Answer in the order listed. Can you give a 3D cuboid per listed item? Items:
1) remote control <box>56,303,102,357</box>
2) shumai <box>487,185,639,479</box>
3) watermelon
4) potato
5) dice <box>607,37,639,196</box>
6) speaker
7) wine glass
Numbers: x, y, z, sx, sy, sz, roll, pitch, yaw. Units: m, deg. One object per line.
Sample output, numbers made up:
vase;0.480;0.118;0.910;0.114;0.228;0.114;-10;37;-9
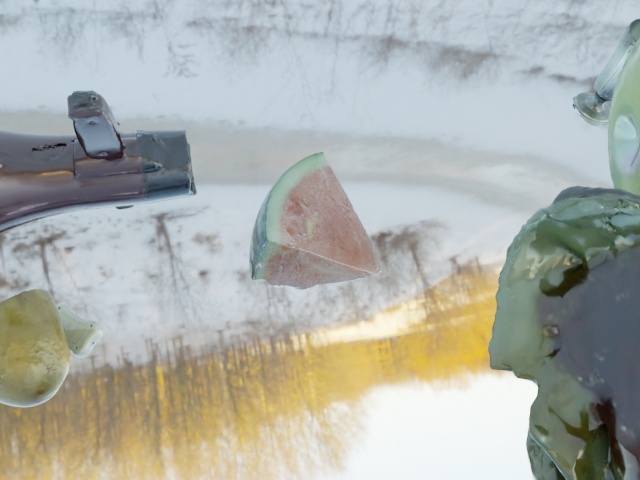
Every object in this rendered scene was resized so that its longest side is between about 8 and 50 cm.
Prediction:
remote control;-0.470;0.170;1.438;0.122;0.074;0.032;23;159;25
shumai;0.289;0.086;0.521;0.329;0.289;0.292;-5;-156;18
watermelon;-0.025;-0.034;1.637;0.292;0.251;0.283;-4;-155;17
potato;-0.509;0.205;1.313;0.203;0.158;0.178;-39;163;-22
dice;0.430;-0.092;0.692;0.254;0.252;0.250;-7;160;-7
speaker;-0.340;-0.120;0.986;0.329;0.198;0.259;-11;138;-5
wine glass;0.445;-0.245;1.129;0.072;0.072;0.155;-7;148;-24
